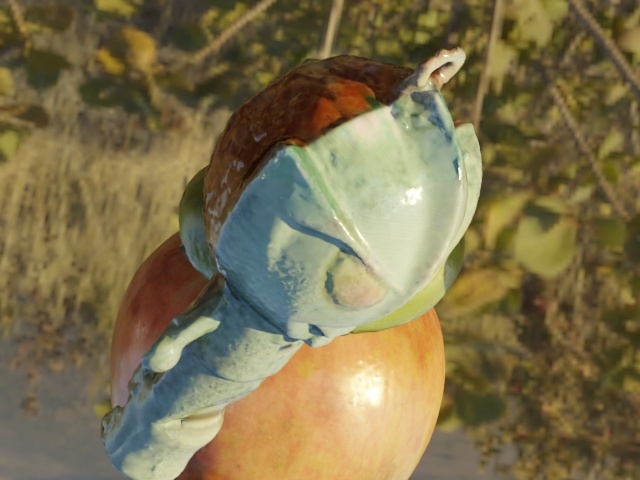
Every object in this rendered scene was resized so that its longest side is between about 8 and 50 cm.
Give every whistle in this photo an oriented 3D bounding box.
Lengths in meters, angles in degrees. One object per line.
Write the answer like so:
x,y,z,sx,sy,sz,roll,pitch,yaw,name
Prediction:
-0.024,0.016,0.794,0.134,0.142,0.346,41,126,2,whistle

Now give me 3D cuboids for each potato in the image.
0.000,0.000,1.266,0.253,0.186,0.148,12,145,-4,potato

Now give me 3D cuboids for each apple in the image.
-0.049,0.151,1.527,0.364,0.363,0.364,10,166,2,apple
